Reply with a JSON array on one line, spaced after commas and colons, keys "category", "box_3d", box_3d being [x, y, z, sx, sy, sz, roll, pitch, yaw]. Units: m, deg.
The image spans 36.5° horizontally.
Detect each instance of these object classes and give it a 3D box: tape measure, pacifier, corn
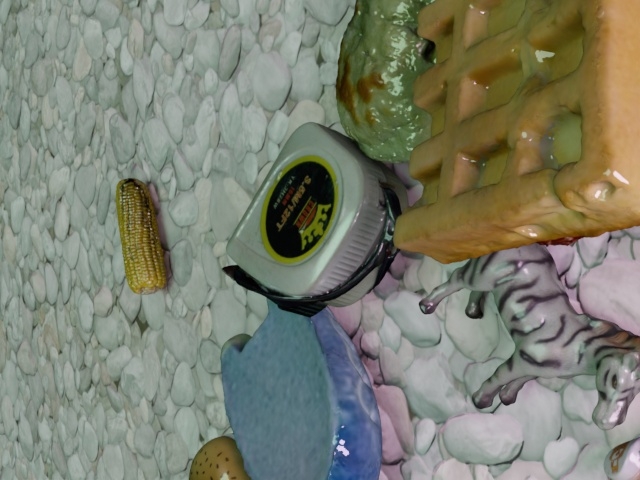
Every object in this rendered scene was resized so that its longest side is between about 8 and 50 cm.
[{"category": "tape measure", "box_3d": [0.000, 0.000, 1.159, 0.207, 0.115, 0.235, 45, 109, 43]}, {"category": "pacifier", "box_3d": [0.296, 0.206, 0.855, 0.078, 0.081, 0.099, 39, 157, 6]}, {"category": "corn", "box_3d": [-0.302, -0.008, 1.620, 0.072, 0.072, 0.203, -28, 70, 51]}]

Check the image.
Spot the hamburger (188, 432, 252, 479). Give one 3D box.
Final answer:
[{"category": "hamburger", "box_3d": [-0.105, 0.332, 1.330, 0.175, 0.137, 0.175, -1, 88, 53]}]

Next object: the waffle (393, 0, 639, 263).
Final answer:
[{"category": "waffle", "box_3d": [0.177, -0.164, 0.827, 0.304, 0.078, 0.348, 159, 119, -63]}]

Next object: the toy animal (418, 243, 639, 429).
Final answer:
[{"category": "toy animal", "box_3d": [0.205, 0.099, 0.945, 0.255, 0.090, 0.170, 48, 124, 37]}]

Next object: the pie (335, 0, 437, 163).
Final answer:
[{"category": "pie", "box_3d": [0.083, -0.209, 1.072, 0.201, 0.090, 0.247, 33, 115, 50]}]

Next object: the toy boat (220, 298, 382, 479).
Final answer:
[{"category": "toy boat", "box_3d": [-0.011, 0.207, 1.236, 0.215, 0.123, 0.330, -53, 42, 23]}]

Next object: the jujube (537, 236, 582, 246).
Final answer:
[{"category": "jujube", "box_3d": [0.228, -0.043, 0.874, 0.166, 0.104, 0.104, -177, 85, -73]}]
